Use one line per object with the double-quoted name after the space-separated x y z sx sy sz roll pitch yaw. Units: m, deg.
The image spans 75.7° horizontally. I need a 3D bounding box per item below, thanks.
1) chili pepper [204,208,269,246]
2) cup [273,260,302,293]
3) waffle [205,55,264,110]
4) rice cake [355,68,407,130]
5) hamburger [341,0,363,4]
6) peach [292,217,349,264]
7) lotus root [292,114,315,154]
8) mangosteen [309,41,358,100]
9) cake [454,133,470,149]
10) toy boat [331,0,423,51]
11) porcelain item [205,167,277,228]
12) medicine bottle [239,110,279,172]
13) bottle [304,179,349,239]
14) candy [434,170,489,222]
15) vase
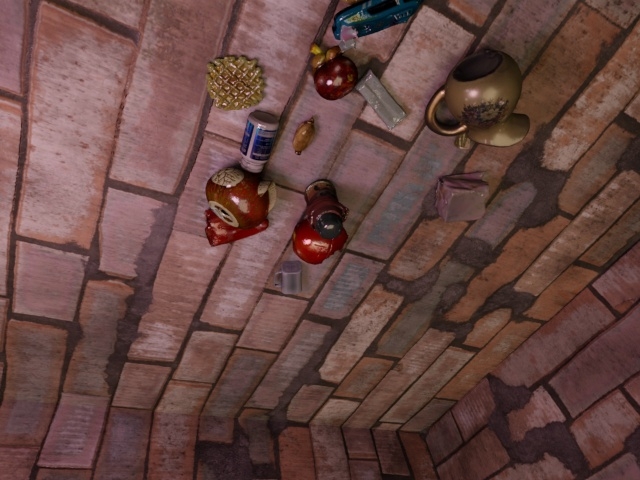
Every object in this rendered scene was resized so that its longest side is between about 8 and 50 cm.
-0.331 -0.070 1.629 0.253 0.136 0.144 -14 86 -14 "chili pepper"
-0.147 0.169 1.859 0.128 0.095 0.129 -2 126 -8 "cup"
-0.273 -0.504 1.323 0.184 0.036 0.169 -10 128 -5 "waffle"
0.212 -0.488 1.440 0.085 0.040 0.226 -38 127 19 "rice cake"
0.108 -0.740 1.156 0.159 0.131 0.185 -39 130 23 "hamburger"
0.000 0.000 1.695 0.226 0.196 0.190 2 161 -11 "peach"
-0.059 -0.374 1.457 0.072 0.063 0.151 -14 140 -54 "lotus root"
0.040 -0.543 1.314 0.156 0.181 0.146 -29 174 32 "mangosteen"
0.552 -0.423 1.580 0.051 0.055 0.139 -1 111 -10 "cake"
0.186 -0.654 1.211 0.299 0.134 0.092 -23 89 -3 "toy boat"
-0.279 -0.173 1.483 0.253 0.253 0.252 -6 129 -8 "porcelain item"
-0.217 -0.337 1.424 0.107 0.107 0.191 10 126 -19 "medicine bottle"
0.025 -0.109 1.554 0.156 0.271 0.143 -28 129 10 "bottle"
0.584 -0.180 1.710 0.195 0.137 0.184 -6 129 -5 "candy"
0.528 -0.462 1.428 0.330 0.240 0.302 -12 139 27 "vase"
